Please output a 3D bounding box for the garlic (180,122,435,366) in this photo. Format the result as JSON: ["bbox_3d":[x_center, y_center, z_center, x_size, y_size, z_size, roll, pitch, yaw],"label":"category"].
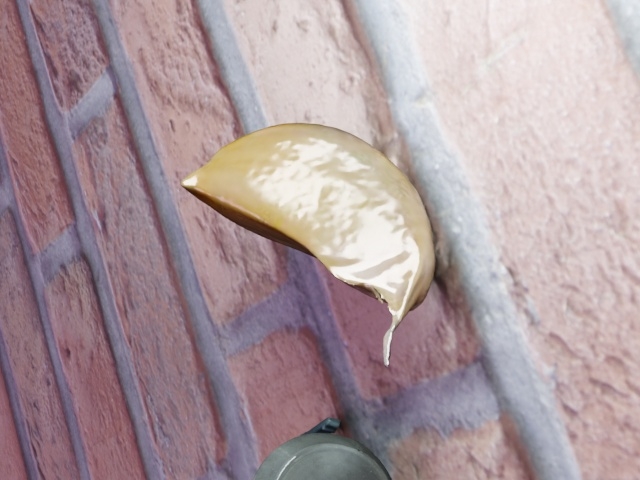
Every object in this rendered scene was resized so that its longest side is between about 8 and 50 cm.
[{"bbox_3d":[0.018,0.001,0.830,0.338,0.196,0.151,40,138,33],"label":"garlic"}]

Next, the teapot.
[{"bbox_3d":[-0.017,0.310,0.915,0.225,0.171,0.203,127,161,-59],"label":"teapot"}]
